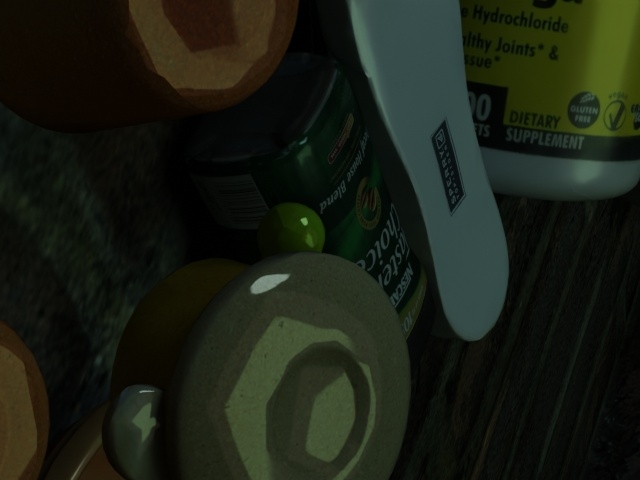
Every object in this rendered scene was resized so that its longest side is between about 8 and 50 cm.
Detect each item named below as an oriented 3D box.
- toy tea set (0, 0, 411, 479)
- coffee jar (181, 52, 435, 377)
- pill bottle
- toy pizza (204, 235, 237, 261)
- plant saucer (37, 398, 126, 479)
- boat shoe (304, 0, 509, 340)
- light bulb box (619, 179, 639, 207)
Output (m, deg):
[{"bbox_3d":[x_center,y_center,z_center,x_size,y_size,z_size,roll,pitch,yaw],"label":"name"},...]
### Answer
[{"bbox_3d":[-0.093,0.060,0.398,0.200,0.124,0.336,42,67,-39],"label":"toy tea set"},{"bbox_3d":[0.000,0.000,0.805,0.184,0.079,0.096,66,33,-36],"label":"coffee jar"},{"bbox_3d":[0.139,-0.205,0.978,0.188,0.188,0.333,-23,123,-67],"label":"pill bottle"},{"bbox_3d":[-0.041,0.083,0.878,0.201,0.032,0.201,12,90,-71],"label":"toy pizza"},{"bbox_3d":[-0.109,0.163,0.723,0.200,0.037,0.200,13,90,-72],"label":"plant saucer"},{"bbox_3d":[0.027,-0.075,0.877,0.108,0.102,0.301,-50,133,-40],"label":"boat shoe"},{"bbox_3d":[0.304,-0.216,1.122,0.225,0.358,0.361,-2,109,-25],"label":"light bulb box"}]
